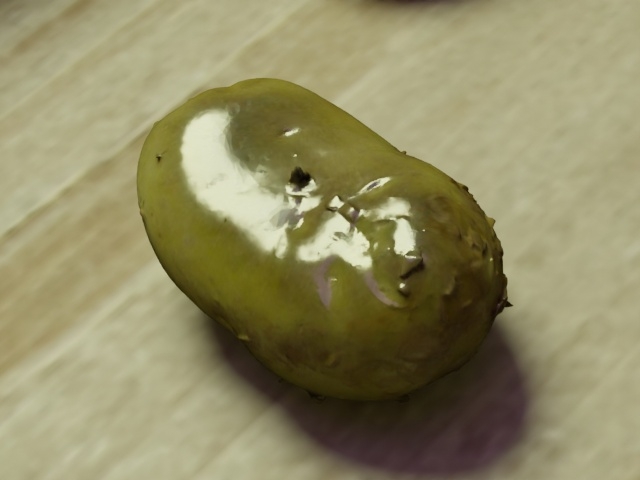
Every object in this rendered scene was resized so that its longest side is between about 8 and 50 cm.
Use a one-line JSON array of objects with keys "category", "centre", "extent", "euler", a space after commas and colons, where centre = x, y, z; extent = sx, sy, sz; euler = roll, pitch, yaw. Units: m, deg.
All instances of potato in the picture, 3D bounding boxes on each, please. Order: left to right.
[{"category": "potato", "centre": [0.000, 0.000, 0.547], "extent": [0.091, 0.070, 0.138], "euler": [-40, 56, -20]}]
